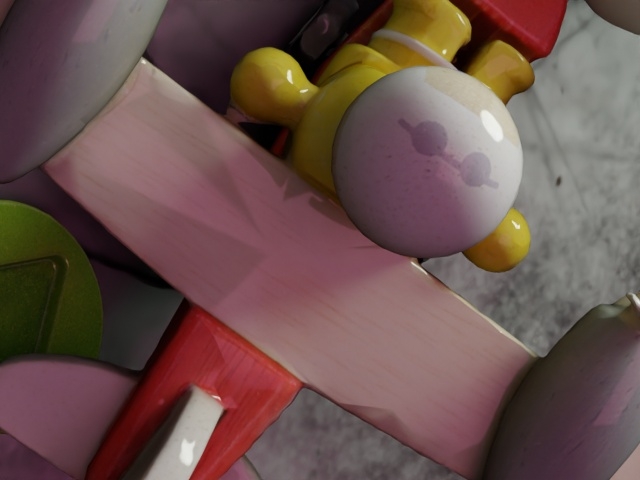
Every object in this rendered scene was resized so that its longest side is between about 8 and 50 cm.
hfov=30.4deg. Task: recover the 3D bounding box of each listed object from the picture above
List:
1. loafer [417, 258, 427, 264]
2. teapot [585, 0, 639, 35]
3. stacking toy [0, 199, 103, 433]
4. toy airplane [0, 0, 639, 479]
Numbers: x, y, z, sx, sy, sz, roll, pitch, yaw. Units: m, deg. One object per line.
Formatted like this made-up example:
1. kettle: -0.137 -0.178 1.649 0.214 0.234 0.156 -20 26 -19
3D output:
1. loafer: 0.064 -0.007 0.801 0.170 0.061 0.062 -41 114 -18
2. teapot: 0.269 -0.222 0.662 0.256 0.253 0.187 -28 128 -42
3. stacking toy: -0.222 0.142 0.675 0.309 0.130 0.279 57 45 -26
4. toy airplane: 0.000 0.000 0.604 0.386 0.272 0.384 -7 81 -21
